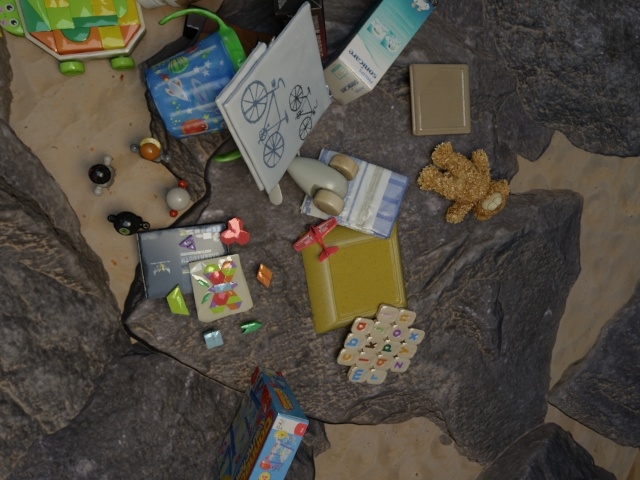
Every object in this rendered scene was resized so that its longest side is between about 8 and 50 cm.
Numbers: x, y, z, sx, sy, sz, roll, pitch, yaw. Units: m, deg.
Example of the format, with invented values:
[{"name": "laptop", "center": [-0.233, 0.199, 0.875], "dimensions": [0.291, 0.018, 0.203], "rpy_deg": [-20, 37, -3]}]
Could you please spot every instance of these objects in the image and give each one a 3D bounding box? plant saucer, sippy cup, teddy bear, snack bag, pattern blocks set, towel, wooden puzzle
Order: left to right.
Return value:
[{"name": "sippy cup", "center": [-0.276, -0.351, 1.000], "dimensions": [0.224, 0.240, 0.305], "rpy_deg": [-21, 84, -8]}, {"name": "pattern blocks set", "center": [-0.273, 0.126, 1.160], "dimensions": [0.286, 0.026, 0.324], "rpy_deg": [-26, 107, -13]}, {"name": "snack bag", "center": [-0.087, -0.325, 0.988], "dimensions": [0.037, 0.323, 0.342], "rpy_deg": [23, 70, 21]}, {"name": "towel", "center": [0.101, -0.138, 1.266], "dimensions": [0.285, 0.034, 0.209], "rpy_deg": [18, 90, 0]}, {"name": "plant saucer", "center": [0.125, 0.108, 1.320], "dimensions": [0.333, 0.081, 0.332], "rpy_deg": [-12, 99, -17]}, {"name": "wooden puzzle", "center": [0.385, -0.454, 1.367], "dimensions": [0.239, 0.044, 0.220], "rpy_deg": [-7, 98, -22]}, {"name": "teddy bear", "center": [0.479, -0.182, 1.388], "dimensions": [0.245, 0.113, 0.338], "rpy_deg": [-47, 107, -6]}]

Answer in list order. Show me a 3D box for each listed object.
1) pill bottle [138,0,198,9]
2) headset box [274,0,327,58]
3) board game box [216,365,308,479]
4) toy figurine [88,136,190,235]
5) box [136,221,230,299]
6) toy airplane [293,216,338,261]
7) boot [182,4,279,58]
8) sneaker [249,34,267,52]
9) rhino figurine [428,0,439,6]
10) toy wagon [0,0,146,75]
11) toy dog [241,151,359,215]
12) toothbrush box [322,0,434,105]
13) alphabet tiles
[{"name": "pill bottle", "center": [-0.337, -0.642, 1.019], "dimensions": [0.230, 0.131, 0.131], "rpy_deg": [-7, 100, 17]}, {"name": "headset box", "center": [-0.049, -0.614, 1.082], "dimensions": [0.110, 0.293, 0.217], "rpy_deg": [-5, 89, 4]}, {"name": "board game box", "center": [-0.171, 0.547, 1.152], "dimensions": [0.086, 0.302, 0.308], "rpy_deg": [25, 87, -19]}, {"name": "toy figurine", "center": [-0.454, -0.134, 1.068], "dimensions": [0.213, 0.148, 0.209], "rpy_deg": [-27, 103, -13]}, {"name": "box", "center": [-0.369, 0.051, 1.162], "dimensions": [0.233, 0.059, 0.183], "rpy_deg": [-7, 99, -18]}, {"name": "toy airplane", "center": [0.000, 0.000, 1.227], "dimensions": [0.151, 0.151, 0.028], "rpy_deg": [-50, 143, -7]}, {"name": "boot", "center": [-0.239, -0.463, 1.154], "dimensions": [0.281, 0.096, 0.263], "rpy_deg": [10, 85, -26]}, {"name": "sneaker", "center": [-0.144, -0.516, 1.127], "dimensions": [0.098, 0.038, 0.069], "rpy_deg": [-37, 110, -21]}, {"name": "rhino figurine", "center": [0.352, -0.824, 1.297], "dimensions": [0.107, 0.073, 0.243], "rpy_deg": [15, 92, -23]}, {"name": "toy wagon", "center": [-0.611, -0.542, 1.015], "dimensions": [0.345, 0.068, 0.267], "rpy_deg": [-14, 100, -16]}, {"name": "toy dog", "center": [-0.048, -0.179, 1.186], "dimensions": [0.220, 0.161, 0.334], "rpy_deg": [-42, 72, -14]}, {"name": "toothbrush box", "center": [0.141, -0.546, 1.183], "dimensions": [0.126, 0.216, 0.295], "rpy_deg": [37, 85, -18]}, {"name": "alphabet tiles", "center": [0.195, 0.336, 1.354], "dimensions": [0.278, 0.021, 0.283], "rpy_deg": [15, 106, -27]}]
